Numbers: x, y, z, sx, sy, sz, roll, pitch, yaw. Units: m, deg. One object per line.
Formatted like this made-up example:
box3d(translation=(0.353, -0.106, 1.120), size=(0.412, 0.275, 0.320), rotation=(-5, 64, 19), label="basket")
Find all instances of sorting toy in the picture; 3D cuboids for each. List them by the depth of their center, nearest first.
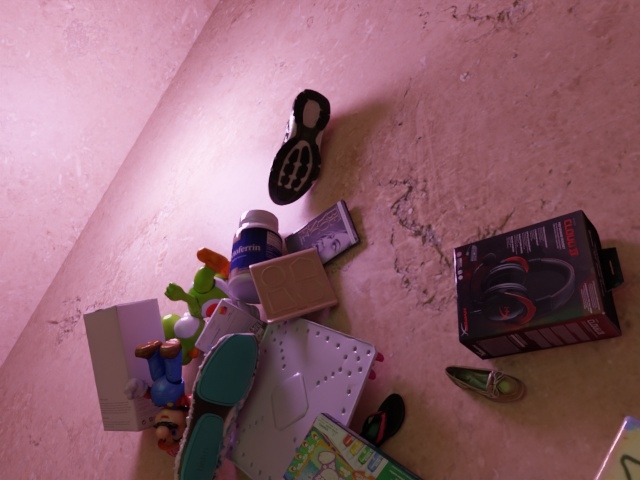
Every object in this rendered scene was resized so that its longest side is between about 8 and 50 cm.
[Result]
box3d(translation=(-0.075, 0.122, 1.464), size=(0.193, 0.038, 0.208), rotation=(-16, 51, -12), label="sorting toy")

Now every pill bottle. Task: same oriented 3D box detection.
box3d(translation=(-0.191, 0.044, 1.630), size=(0.153, 0.153, 0.264), rotation=(-26, 46, 30), label="pill bottle")

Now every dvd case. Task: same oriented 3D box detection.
box3d(translation=(0.000, 0.000, 1.558), size=(0.221, 0.018, 0.164), rotation=(-33, 49, 18), label="dvd case")

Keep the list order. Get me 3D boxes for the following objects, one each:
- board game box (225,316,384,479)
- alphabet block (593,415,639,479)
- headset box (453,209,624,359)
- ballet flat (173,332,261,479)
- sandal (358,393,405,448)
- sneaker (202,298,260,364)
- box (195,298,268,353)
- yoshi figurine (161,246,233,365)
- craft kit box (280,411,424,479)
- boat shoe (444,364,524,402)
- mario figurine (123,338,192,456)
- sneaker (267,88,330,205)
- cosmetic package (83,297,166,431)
box3d(translation=(-0.060, 0.393, 1.307), size=(0.390, 0.050, 0.390), rotation=(10, 72, 50), label="board game box")
box3d(translation=(0.469, 0.379, 0.706), size=(0.192, 0.193, 0.197), rotation=(24, 81, 51), label="alphabet block")
box3d(translation=(0.415, 0.087, 1.035), size=(0.293, 0.110, 0.218), rotation=(-20, 50, 35), label="headset box")
box3d(translation=(-0.274, 0.424, 1.380), size=(0.147, 0.147, 0.409), rotation=(4, 68, 46), label="ballet flat")
box3d(translation=(0.115, 0.403, 1.155), size=(0.179, 0.040, 0.067), rotation=(-52, 38, 2), label="sandal")
box3d(translation=(-0.297, 0.304, 1.547), size=(0.114, 0.152, 0.305), rotation=(14, 75, 48), label="sneaker")
box3d(translation=(-0.224, 0.267, 1.479), size=(0.145, 0.186, 0.038), rotation=(-61, 13, -8), label="box")
box3d(translation=(-0.419, 0.206, 1.724), size=(0.203, 0.203, 0.362), rotation=(-6, 59, 61), label="yoshi figurine")
box3d(translation=(0.040, 0.515, 1.074), size=(0.250, 0.061, 0.246), rotation=(26, 84, 29), label="craft kit box")
box3d(translation=(0.314, 0.271, 1.049), size=(0.153, 0.048, 0.056), rotation=(8, 68, 47), label="boat shoe")
box3d(translation=(-0.420, 0.441, 1.475), size=(0.198, 0.170, 0.320), rotation=(-2, 101, 56), label="mario figurine")
box3d(translation=(-0.077, -0.289, 1.811), size=(0.182, 0.158, 0.410), rotation=(142, 148, -69), label="sneaker")
box3d(translation=(-0.573, 0.372, 1.636), size=(0.197, 0.155, 0.365), rotation=(-13, 85, 38), label="cosmetic package")
